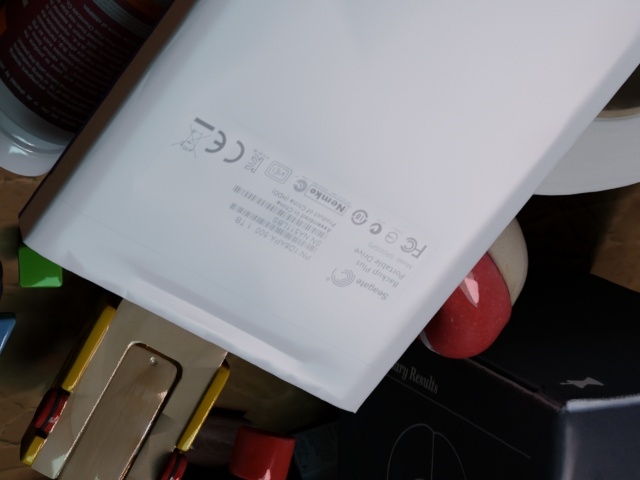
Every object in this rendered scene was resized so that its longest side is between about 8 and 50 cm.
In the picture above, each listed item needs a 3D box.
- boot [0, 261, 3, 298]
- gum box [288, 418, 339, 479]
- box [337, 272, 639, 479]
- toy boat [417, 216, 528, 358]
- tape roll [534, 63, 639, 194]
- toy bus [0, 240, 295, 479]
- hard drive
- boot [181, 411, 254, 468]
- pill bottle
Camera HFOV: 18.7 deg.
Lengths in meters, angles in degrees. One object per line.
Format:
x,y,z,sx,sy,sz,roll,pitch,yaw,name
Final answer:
-0.304,0.106,1.162,0.246,0.094,0.207,-26,149,-24,boot
0.074,0.176,1.536,0.184,0.041,0.157,-18,147,-5,gum box
0.160,0.246,1.306,0.212,0.293,0.395,-4,104,-24,box
0.000,0.000,1.087,0.231,0.151,0.151,34,85,-19,toy boat
0.173,-0.152,1.090,0.286,0.100,0.286,-14,145,-11,tape roll
-0.111,0.074,1.239,0.202,0.191,0.104,-16,-171,-7,toy bus
0.028,-0.081,0.949,0.210,0.040,0.318,29,109,-27,hard drive
-0.115,0.156,1.417,0.106,0.037,0.114,-39,147,27,boot
-0.122,-0.105,1.007,0.086,0.086,0.152,16,130,-42,pill bottle
